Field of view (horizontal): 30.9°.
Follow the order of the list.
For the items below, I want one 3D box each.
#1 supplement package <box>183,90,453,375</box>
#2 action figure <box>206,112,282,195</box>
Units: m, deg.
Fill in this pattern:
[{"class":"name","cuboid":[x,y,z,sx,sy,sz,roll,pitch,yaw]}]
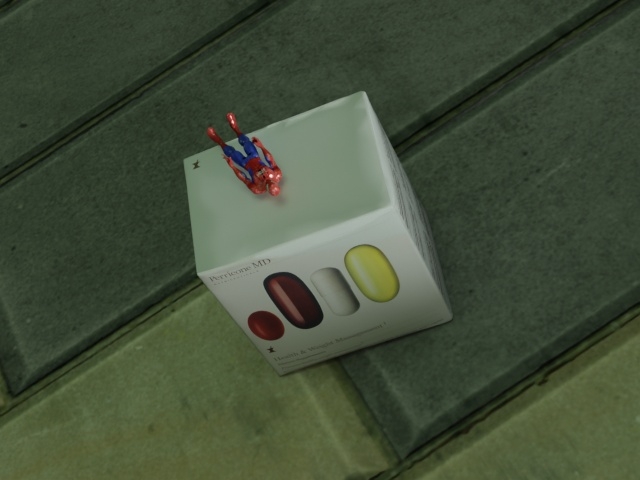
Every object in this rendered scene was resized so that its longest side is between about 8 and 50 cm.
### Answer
[{"class":"supplement package","cuboid":[0.000,0.000,1.132,0.194,0.203,0.149,-20,51,11]},{"class":"action figure","cuboid":[-0.067,-0.076,1.066,0.038,0.030,0.115,-34,51,-8]}]
